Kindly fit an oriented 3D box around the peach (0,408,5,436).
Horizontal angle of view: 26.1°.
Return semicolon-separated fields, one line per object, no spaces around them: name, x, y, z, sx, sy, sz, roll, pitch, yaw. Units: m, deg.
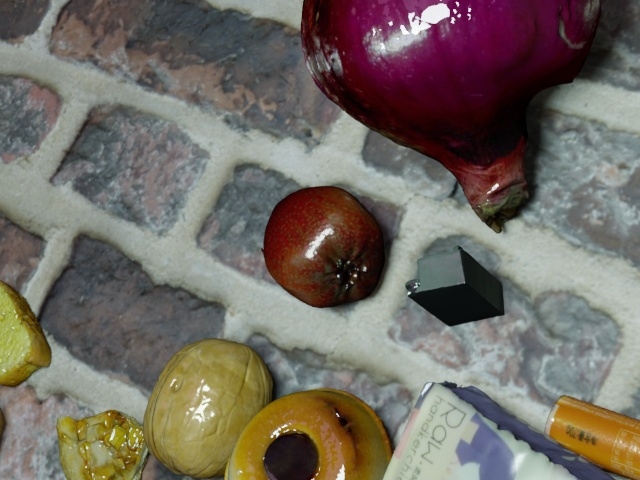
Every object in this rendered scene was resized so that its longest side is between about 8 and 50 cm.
peach;-0.590;0.284;2.110;0.232;0.232;0.232;-13;62;26

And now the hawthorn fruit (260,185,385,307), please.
hawthorn fruit;0.000;0.000;1.895;0.169;0.169;0.188;-45;42;5

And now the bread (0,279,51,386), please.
bread;-0.494;0.149;2.178;0.103;0.065;0.187;-46;55;6

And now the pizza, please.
pizza;-0.303;0.308;1.993;0.161;0.062;0.182;-26;56;12

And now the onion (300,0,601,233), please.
onion;0.176;-0.214;1.791;0.398;0.398;0.420;-6;89;28

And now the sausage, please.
sausage;0.378;0.248;1.608;0.234;0.071;0.071;17;78;36

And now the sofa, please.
sofa;0.171;0.057;1.770;0.085;0.147;0.060;-15;65;24

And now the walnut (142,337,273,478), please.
walnut;-0.154;0.227;1.882;0.165;0.165;0.197;25;90;36

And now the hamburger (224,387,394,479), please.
hamburger;-0.013;0.295;1.774;0.237;0.147;0.237;-7;64;14

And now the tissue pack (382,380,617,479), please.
tissue pack;0.222;0.340;1.600;0.344;0.125;0.242;30;101;37
